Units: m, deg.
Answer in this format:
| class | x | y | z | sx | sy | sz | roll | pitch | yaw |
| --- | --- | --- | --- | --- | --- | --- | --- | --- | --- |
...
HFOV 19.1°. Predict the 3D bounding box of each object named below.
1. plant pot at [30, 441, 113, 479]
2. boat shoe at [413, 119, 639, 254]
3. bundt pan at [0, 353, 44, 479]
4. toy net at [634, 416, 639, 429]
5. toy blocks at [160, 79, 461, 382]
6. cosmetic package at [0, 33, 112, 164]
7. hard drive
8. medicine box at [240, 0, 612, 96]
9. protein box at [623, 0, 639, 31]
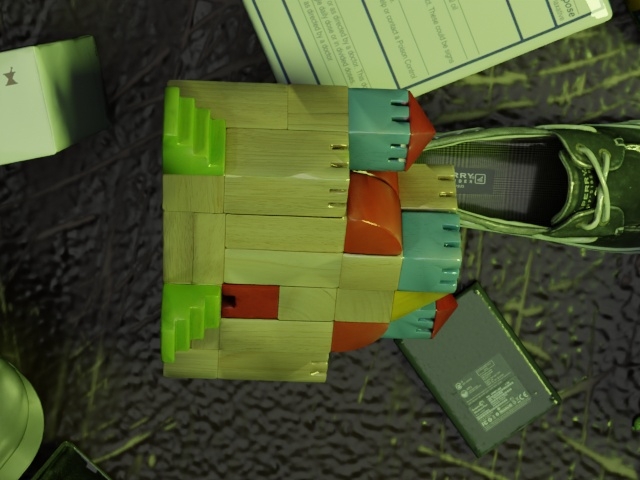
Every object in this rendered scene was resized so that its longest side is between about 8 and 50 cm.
| class | x | y | z | sx | sy | sz | roll | pitch | yaw |
| --- | --- | --- | --- | --- | --- | --- | --- | --- | --- |
| plant pot | -0.238 | 0.327 | 1.706 | 0.187 | 0.188 | 0.167 | 42 | 108 | -2 |
| boat shoe | 0.216 | -0.042 | 1.666 | 0.335 | 0.119 | 0.121 | -1 | 96 | 3 |
| bundt pan | -0.358 | 0.093 | 1.627 | 0.124 | 0.331 | 0.331 | -43 | 92 | -10 |
| toy net | 0.365 | 0.249 | 1.726 | 0.122 | 0.045 | 0.232 | -15 | 95 | 4 |
| toy blocks | 0.000 | 0.000 | 1.584 | 0.261 | 0.381 | 0.190 | 2 | 53 | -3 |
| cosmetic package | -0.387 | -0.092 | 1.611 | 0.377 | 0.284 | 0.097 | -11 | 95 | 5 |
| hard drive | 0.143 | 0.117 | 1.735 | 0.094 | 0.022 | 0.135 | -35 | 93 | 6 |
| medicine box | 0.062 | -0.269 | 1.605 | 0.289 | 0.149 | 0.263 | -22 | 111 | 4 |
| protein box | 0.330 | -0.294 | 1.625 | 0.200 | 0.136 | 0.201 | -29 | 93 | 5 |
